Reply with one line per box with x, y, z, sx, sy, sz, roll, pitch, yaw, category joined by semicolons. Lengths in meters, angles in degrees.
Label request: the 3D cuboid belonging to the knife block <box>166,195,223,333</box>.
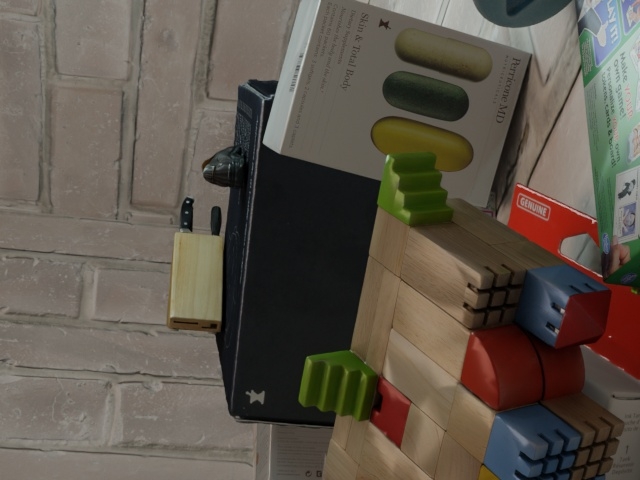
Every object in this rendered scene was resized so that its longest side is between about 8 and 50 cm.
-0.216;0.037;1.979;0.275;0.088;0.242;164;110;-81;knife block

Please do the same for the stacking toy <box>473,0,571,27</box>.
0.168;-0.344;1.102;0.309;0.279;0.130;105;155;-43;stacking toy

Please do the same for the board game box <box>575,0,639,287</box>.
0.281;-0.148;0.903;0.213;0.046;0.317;126;149;-60;board game box

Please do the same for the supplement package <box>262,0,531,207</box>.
0.087;-0.176;1.417;0.198;0.262;0.199;-135;59;-78;supplement package

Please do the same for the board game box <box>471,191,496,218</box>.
0.193;0.006;1.482;0.154;0.026;0.103;126;148;-72;board game box

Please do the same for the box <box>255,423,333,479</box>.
-0.033;0.339;2.254;0.215;0.168;0.345;113;159;-64;box

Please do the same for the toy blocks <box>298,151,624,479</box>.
0.135;0.147;0.964;0.261;0.190;0.381;37;124;48;toy blocks

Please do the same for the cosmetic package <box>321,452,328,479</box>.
0.056;0.560;1.825;0.377;0.097;0.284;-111;25;-70;cosmetic package

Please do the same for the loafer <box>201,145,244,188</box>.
-0.153;-0.117;1.751;0.170;0.061;0.062;-137;52;-79;loafer

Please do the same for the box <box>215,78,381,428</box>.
0.000;0.000;1.832;0.472;0.297;0.480;-120;36;-78;box

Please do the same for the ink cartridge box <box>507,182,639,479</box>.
0.208;0.093;1.046;0.275;0.060;0.239;-142;56;-62;ink cartridge box
